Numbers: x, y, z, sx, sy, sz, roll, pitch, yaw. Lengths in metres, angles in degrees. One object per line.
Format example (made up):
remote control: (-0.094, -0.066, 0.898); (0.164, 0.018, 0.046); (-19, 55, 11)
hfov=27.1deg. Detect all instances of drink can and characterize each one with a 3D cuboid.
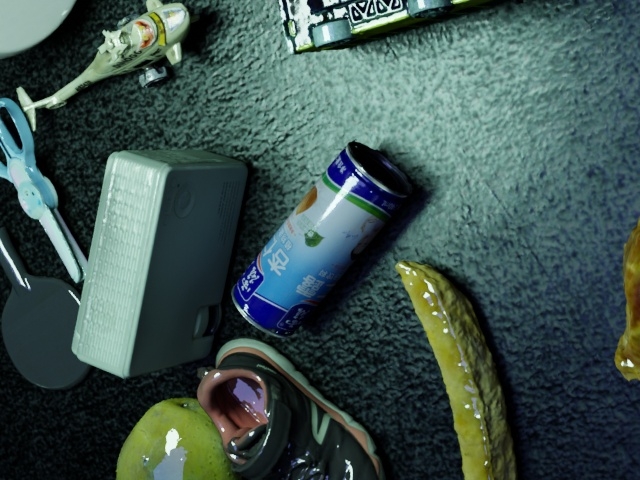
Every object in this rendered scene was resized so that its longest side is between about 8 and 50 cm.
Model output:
drink can: (0.000, 0.000, 1.541); (0.097, 0.097, 0.235); (46, 112, 14)

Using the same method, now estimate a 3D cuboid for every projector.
projector: (-0.191, 0.021, 1.582); (0.099, 0.192, 0.257); (18, 102, 27)

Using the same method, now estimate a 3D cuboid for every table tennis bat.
table tennis bat: (-0.380, 0.089, 1.768); (0.150, 0.027, 0.236); (-32, 83, 25)

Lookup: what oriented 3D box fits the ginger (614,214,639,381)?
ginger: (0.429, 0.077, 1.314); (0.274, 0.152, 0.357); (-30, 84, 25)

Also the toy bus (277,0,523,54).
toy bus: (0.090, -0.292, 1.437); (0.262, 0.150, 0.128); (-11, 92, 31)

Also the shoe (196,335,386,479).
shoe: (-0.038, 0.236, 1.560); (0.291, 0.137, 0.114); (46, 113, 13)

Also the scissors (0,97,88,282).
scissors: (-0.369, -0.060, 1.731); (0.125, 0.030, 0.256); (-34, 86, 51)

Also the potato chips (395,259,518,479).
potato chips: (0.172, 0.214, 1.503); (0.080, 0.057, 0.407); (-12, 91, 39)

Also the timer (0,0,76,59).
timer: (-0.450, -0.373, 1.630); (0.285, 0.285, 0.285); (3, 97, 25)

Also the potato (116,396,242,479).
potato: (-0.178, 0.316, 1.631); (0.169, 0.143, 0.248); (7, 98, 14)

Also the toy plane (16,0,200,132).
toy plane: (-0.264, -0.218, 1.644); (0.286, 0.108, 0.092); (-25, 86, 38)
